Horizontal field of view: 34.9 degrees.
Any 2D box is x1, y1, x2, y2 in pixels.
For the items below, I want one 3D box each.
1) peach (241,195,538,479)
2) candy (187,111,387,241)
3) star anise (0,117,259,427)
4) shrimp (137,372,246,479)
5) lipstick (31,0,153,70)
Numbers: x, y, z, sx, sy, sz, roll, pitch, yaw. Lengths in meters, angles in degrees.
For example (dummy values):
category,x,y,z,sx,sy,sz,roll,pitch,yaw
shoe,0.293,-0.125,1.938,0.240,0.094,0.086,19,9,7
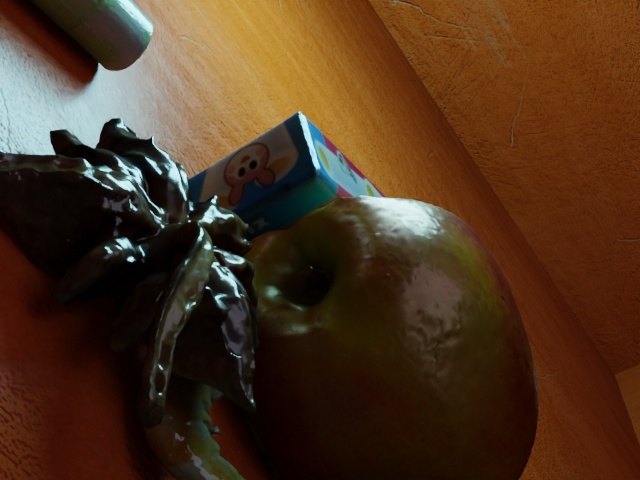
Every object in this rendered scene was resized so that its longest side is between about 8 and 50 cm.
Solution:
category,x,y,z,sx,sy,sz,roll,pitch,yaw
peach,0.096,0.150,1.049,0.380,0.242,0.306,47,34,-50
candy,0.000,-0.001,1.157,0.306,0.157,0.100,39,28,-49
star anise,-0.130,0.010,0.827,0.292,0.109,0.349,39,19,8
shrimp,-0.077,0.160,0.837,0.166,0.049,0.161,43,19,-4
lipstick,-0.276,-0.278,0.942,0.304,0.076,0.076,43,26,-44
